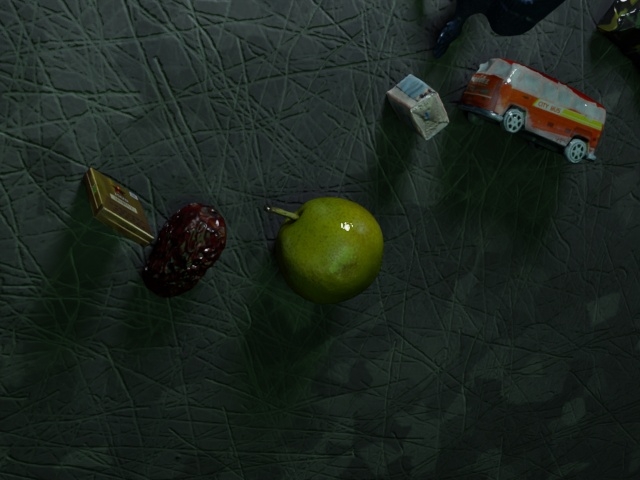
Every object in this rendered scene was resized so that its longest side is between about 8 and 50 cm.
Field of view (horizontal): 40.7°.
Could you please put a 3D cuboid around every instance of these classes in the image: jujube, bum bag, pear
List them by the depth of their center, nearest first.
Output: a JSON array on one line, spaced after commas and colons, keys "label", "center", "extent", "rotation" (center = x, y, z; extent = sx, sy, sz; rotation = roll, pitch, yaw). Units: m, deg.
[{"label": "jujube", "center": [-0.209, 0.022, 1.348], "extent": [0.104, 0.104, 0.166], "rotation": [21, 111, -32]}, {"label": "pear", "center": [0.000, 0.000, 1.404], "extent": [0.180, 0.166, 0.216], "rotation": [-41, 104, 16]}, {"label": "bum bag", "center": [0.584, -0.350, 1.528], "extent": [0.232, 0.060, 0.107], "rotation": [32, 109, -32]}]

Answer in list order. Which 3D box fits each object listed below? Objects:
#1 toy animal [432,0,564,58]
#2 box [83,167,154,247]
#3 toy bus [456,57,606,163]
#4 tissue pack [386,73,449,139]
[{"label": "toy animal", "center": [0.248, -0.386, 1.301], "extent": [0.176, 0.239, 0.255], "rotation": [-57, 173, -20]}, {"label": "box", "center": [-0.293, -0.048, 1.246], "extent": [0.023, 0.133, 0.090], "rotation": [-47, 126, 8]}, {"label": "toy bus", "center": [0.362, -0.222, 1.468], "extent": [0.265, 0.121, 0.120], "rotation": [17, 100, -30]}, {"label": "tissue pack", "center": [0.157, -0.213, 1.386], "extent": [0.058, 0.094, 0.074], "rotation": [-34, 124, -3]}]
